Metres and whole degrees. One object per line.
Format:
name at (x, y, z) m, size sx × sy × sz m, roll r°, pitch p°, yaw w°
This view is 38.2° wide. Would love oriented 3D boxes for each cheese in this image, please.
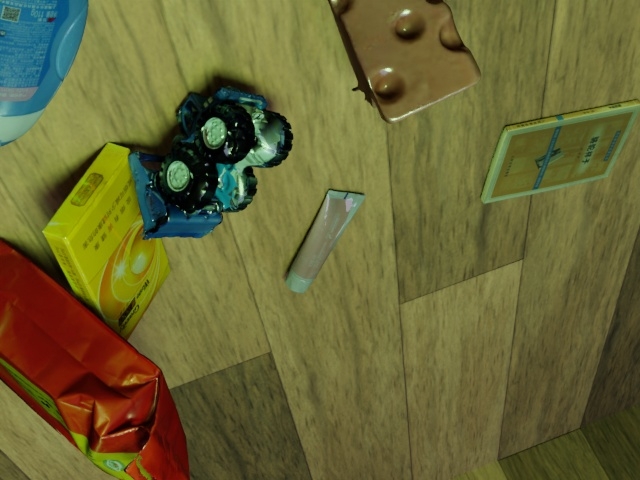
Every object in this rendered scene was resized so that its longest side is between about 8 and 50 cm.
cheese at (0.072, -0.253, 1.046) m, size 0.128 × 0.203 × 0.177 m, roll -25°, pitch 114°, yaw 3°

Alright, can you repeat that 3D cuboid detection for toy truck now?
toy truck at (-0.145, -0.096, 1.127) m, size 0.208 × 0.126 × 0.113 m, roll -49°, pitch 156°, yaw 23°

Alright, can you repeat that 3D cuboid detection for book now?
book at (0.383, -0.140, 1.484) m, size 0.242 × 0.018 × 0.170 m, roll -13°, pitch 143°, yaw -16°

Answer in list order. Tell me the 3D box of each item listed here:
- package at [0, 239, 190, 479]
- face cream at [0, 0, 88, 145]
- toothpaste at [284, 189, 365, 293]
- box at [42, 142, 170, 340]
package at (-0.320, 0.169, 1.183) m, size 0.123 × 0.424 × 0.196 m, roll -45°, pitch 154°, yaw -23°
face cream at (-0.322, -0.196, 0.936) m, size 0.149 × 0.083 × 0.264 m, roll 4°, pitch 136°, yaw -30°
toothpaste at (0.000, 0.000, 1.428) m, size 0.067 × 0.043 × 0.194 m, roll 6°, pitch 129°, yaw -32°
box at (-0.269, 0.017, 1.206) m, size 0.043 × 0.152 × 0.269 m, roll 18°, pitch 148°, yaw 18°
